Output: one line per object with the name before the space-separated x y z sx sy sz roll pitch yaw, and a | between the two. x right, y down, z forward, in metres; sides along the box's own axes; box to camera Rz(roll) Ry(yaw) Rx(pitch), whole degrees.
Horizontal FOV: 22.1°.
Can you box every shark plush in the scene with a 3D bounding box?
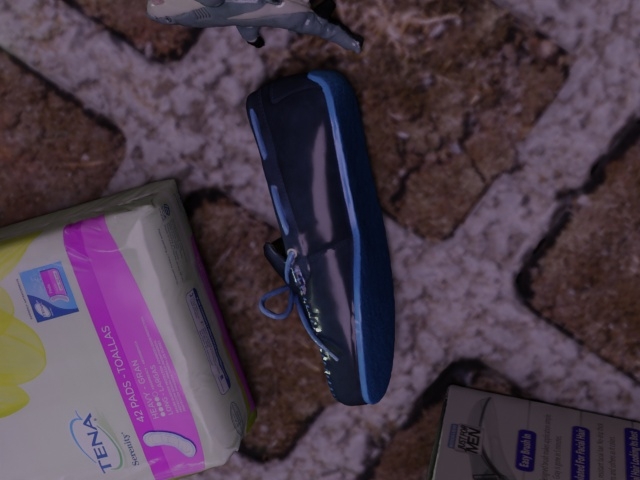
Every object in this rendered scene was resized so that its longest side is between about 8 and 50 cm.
shark plush | -0.047 -0.176 1.237 0.161 0.073 0.067 7 132 -15

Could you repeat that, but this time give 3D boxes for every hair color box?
hair color box | 0.245 0.224 1.246 0.339 0.185 0.110 13 113 5

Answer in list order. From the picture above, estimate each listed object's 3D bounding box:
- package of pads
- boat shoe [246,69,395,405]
package of pads | -0.220 0.101 1.324 0.297 0.101 0.229 -15 105 15
boat shoe | 0.000 0.000 1.264 0.089 0.109 0.258 -7 92 19
